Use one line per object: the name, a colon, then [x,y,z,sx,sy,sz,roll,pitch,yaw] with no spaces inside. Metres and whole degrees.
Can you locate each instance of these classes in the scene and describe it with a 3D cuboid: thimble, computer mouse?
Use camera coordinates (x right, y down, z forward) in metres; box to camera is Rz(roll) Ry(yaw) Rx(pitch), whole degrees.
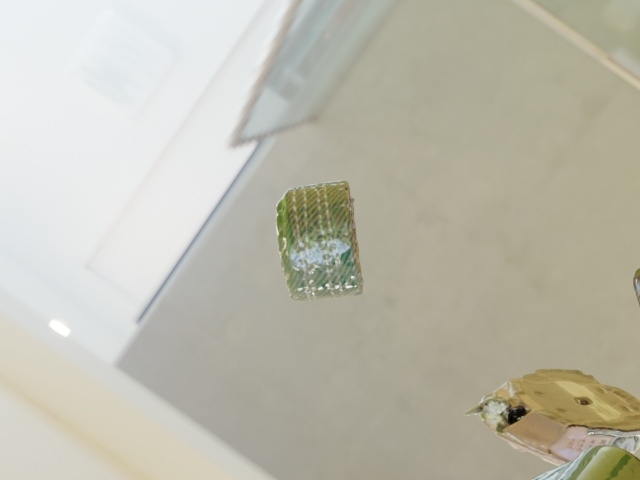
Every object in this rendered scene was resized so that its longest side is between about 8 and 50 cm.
thimble: [0.000,0.001,1.723,0.090,0.135,0.118,-7,163,4]
computer mouse: [0.365,0.292,2.324,0.389,0.115,0.199,2,-160,-37]

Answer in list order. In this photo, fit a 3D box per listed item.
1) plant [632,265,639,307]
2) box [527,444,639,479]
plant: [0.543,0.095,2.221,0.256,0.141,0.164,-27,-79,-82]
box: [0.202,0.315,1.067,0.329,0.252,0.178,49,-132,-5]
